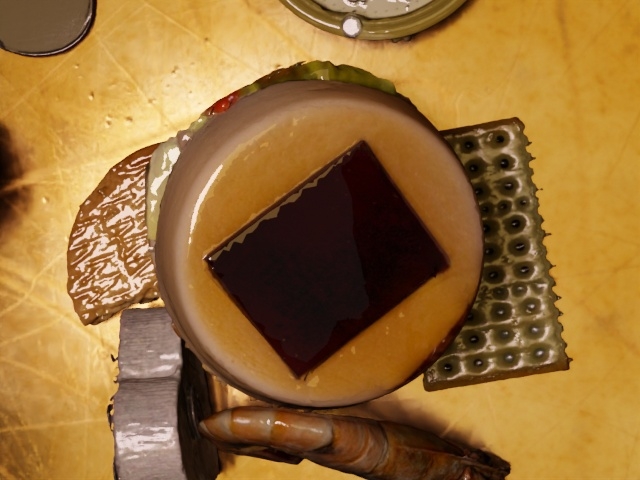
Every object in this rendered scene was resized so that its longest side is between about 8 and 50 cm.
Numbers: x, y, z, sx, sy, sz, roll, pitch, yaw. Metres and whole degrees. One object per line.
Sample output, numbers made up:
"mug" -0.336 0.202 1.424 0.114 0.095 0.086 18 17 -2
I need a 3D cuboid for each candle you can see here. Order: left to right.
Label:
"candle" -0.136 0.159 1.384 0.068 0.168 0.192 -6 46 5

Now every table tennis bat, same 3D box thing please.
"table tennis bat" -0.284 -0.216 1.451 0.158 0.014 0.095 2 92 4

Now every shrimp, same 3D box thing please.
"shrimp" 0.026 0.185 1.369 0.296 0.169 0.058 19 72 -34

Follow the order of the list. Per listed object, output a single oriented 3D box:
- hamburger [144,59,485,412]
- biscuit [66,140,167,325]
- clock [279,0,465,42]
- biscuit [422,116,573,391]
"hamburger" 0.000 0.000 1.328 0.302 0.170 0.302 -1 98 -10
"biscuit" -0.132 -0.016 1.429 0.224 0.033 0.144 -23 89 1
"clock" 0.047 -0.292 1.398 0.237 0.057 0.237 0 93 6
"biscuit" 0.138 0.012 1.415 0.139 0.016 0.231 -10 90 7
